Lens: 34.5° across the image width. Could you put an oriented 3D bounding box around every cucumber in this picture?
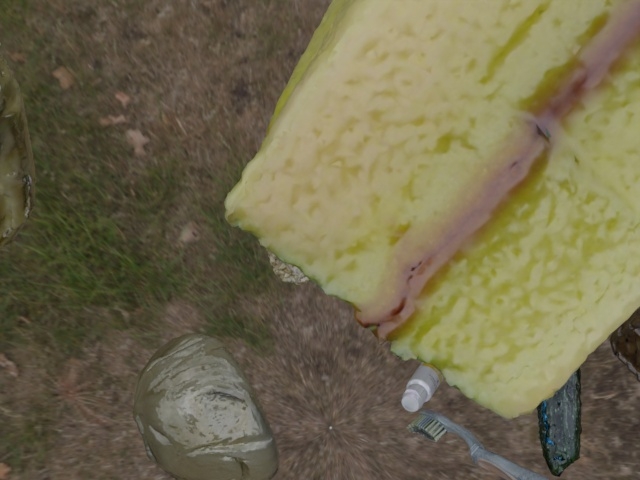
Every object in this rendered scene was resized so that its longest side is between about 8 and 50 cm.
[{"bbox_3d":[0.219,0.090,0.964,0.043,0.044,0.256,-8,69,28],"label":"cucumber"}]

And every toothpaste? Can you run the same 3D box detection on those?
[{"bbox_3d":[0.140,0.145,1.223,0.031,0.190,0.048,-20,103,34],"label":"toothpaste"}]

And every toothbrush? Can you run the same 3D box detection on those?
[{"bbox_3d":[0.194,0.239,1.088,0.037,0.375,0.028,-38,110,-15],"label":"toothbrush"}]

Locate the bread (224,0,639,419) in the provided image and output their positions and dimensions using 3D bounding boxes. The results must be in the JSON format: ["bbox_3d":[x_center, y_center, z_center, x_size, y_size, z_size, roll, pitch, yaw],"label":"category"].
[{"bbox_3d":[0.090,-0.091,0.417,0.168,0.163,0.264,38,101,-16],"label":"bread"}]

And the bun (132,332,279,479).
[{"bbox_3d":[-0.118,0.170,0.984,0.113,0.173,0.166,-26,36,-14],"label":"bun"}]

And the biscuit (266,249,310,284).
[{"bbox_3d":[0.000,0.000,1.513,0.168,0.070,0.082,-35,112,-29],"label":"biscuit"}]

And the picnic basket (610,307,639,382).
[{"bbox_3d":[0.406,0.095,1.093,0.110,0.193,0.055,46,47,-7],"label":"picnic basket"}]

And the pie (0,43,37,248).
[{"bbox_3d":[-0.351,-0.063,0.671,0.339,0.339,0.083,-10,54,-1],"label":"pie"}]
